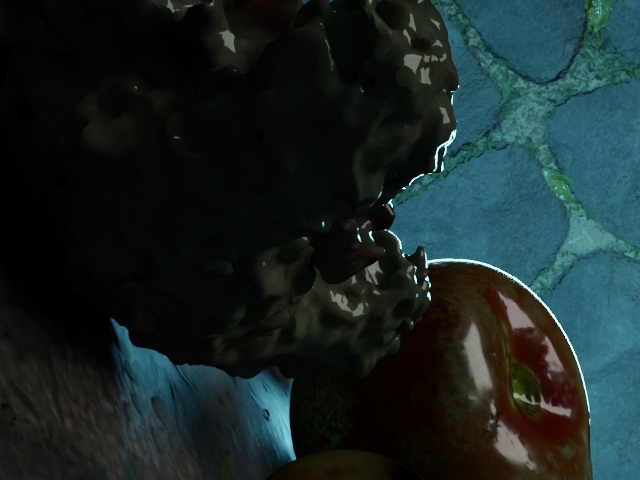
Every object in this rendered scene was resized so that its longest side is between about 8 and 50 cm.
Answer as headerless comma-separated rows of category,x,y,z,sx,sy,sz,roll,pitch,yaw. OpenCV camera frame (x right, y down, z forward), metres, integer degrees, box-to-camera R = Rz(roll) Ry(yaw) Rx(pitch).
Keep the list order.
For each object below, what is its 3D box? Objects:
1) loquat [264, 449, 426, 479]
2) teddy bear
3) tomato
loquat,0.019,0.191,0.733,0.163,0.137,0.163,50,-8,10
teddy bear,-0.086,-0.104,0.776,0.357,0.224,0.367,84,-18,-65
tomato,0.090,0.154,1.085,0.270,0.222,0.270,34,40,-36
